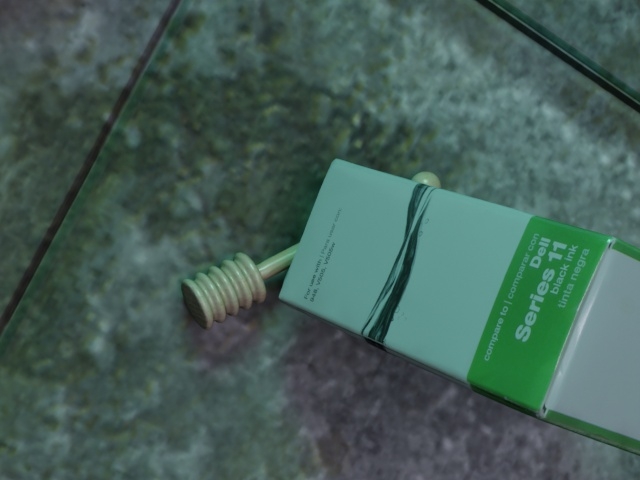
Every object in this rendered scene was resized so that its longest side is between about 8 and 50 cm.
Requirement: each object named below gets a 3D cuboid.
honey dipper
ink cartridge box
[{"bbox_3d":[0.000,0.000,0.770,0.161,0.030,0.030,-28,106,-19],"label":"honey dipper"},{"bbox_3d":[0.101,0.036,0.706,0.153,0.208,0.086,22,89,-38],"label":"ink cartridge box"}]
